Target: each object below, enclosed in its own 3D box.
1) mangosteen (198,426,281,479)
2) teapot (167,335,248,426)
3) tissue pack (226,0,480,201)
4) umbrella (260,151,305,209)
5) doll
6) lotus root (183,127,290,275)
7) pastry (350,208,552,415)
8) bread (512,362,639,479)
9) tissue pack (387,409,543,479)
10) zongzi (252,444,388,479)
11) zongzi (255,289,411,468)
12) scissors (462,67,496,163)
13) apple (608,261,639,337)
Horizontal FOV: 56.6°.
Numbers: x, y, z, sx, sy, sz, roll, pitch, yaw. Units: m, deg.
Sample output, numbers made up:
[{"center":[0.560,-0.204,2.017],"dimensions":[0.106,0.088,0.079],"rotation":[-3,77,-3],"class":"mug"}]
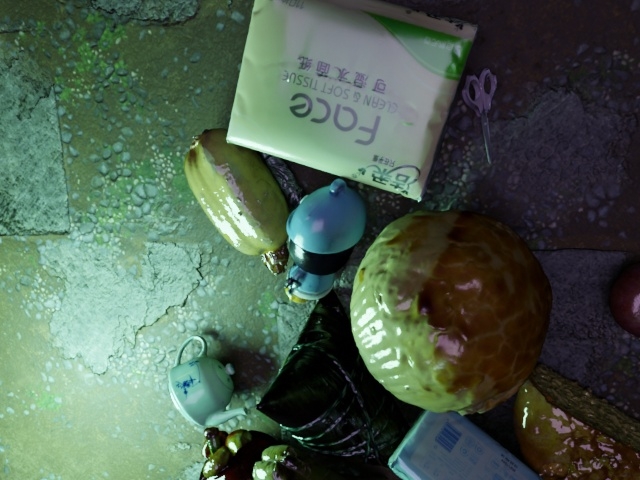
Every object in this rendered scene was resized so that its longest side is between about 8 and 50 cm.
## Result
[{"center":[-0.188,0.529,1.365],"dimensions":[0.228,0.228,0.266],"rotation":[-28,109,16],"class":"mangosteen"},{"center":[-0.264,0.332,1.391],"dimensions":[0.159,0.159,0.232],"rotation":[-40,70,17],"class":"teapot"},{"center":[0.059,-0.297,1.139],"dimensions":[0.404,0.205,0.332],"rotation":[18,110,8],"class":"tissue pack"},{"center":[-0.067,-0.122,1.287],"dimensions":[0.046,0.050,0.188],"rotation":[-31,95,-5],"class":"umbrella"},{"center":[0.000,0.000,1.214],"dimensions":[0.141,0.177,0.314],"rotation":[42,136,23],"class":"doll"},{"center":[-0.160,-0.081,1.266],"dimensions":[0.169,0.151,0.343],"rotation":[-27,102,36],"class":"lotus root"},{"center":[0.251,0.123,1.102],"dimensions":[0.312,0.388,0.389],"rotation":[-33,95,43],"class":"pastry"},{"center":[0.528,0.417,1.220],"dimensions":[0.339,0.194,0.179],"rotation":[30,113,6],"class":"bread"},{"center":[0.283,0.458,1.174],"dimensions":[0.263,0.089,0.177],"rotation":[38,68,9],"class":"tissue pack"},{"center":[0.015,0.521,1.309],"dimensions":[0.145,0.300,0.274],"rotation":[-18,101,45],"class":"zongzi"},{"center":[0.000,0.345,1.229],"dimensions":[0.318,0.362,0.384],"rotation":[-9,104,32],"class":"zongzi"},{"center":[0.324,-0.240,1.175],"dimensions":[0.015,0.100,0.189],"rotation":[14,127,52],"class":"scissors"},{"center":[0.643,0.115,1.158],"dimensions":[0.153,0.120,0.154],"rotation":[1,97,11],"class":"apple"}]
